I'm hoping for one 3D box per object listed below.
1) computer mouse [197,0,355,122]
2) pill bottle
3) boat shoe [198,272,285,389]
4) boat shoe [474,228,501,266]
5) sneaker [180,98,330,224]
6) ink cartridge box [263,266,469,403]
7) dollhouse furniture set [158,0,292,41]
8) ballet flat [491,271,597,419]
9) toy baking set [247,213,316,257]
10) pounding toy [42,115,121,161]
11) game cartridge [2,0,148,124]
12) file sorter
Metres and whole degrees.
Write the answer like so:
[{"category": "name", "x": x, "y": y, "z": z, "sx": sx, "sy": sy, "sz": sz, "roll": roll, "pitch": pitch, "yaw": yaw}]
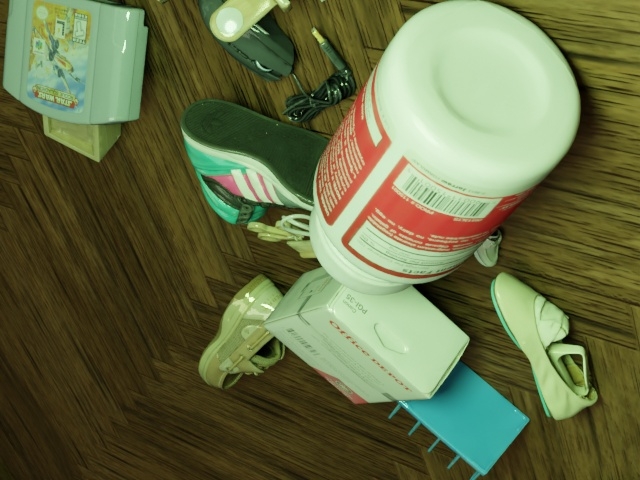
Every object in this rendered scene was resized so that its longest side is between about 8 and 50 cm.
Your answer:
[{"category": "computer mouse", "x": -0.069, "y": -0.265, "z": 1.830, "sx": 0.262, "sy": 0.060, "sz": 0.184, "roll": 54, "pitch": 150, "yaw": -15}, {"category": "pill bottle", "x": 0.124, "y": -0.088, "z": 1.636, "sx": 0.229, "sy": 0.229, "sz": 0.407, "roll": 43, "pitch": 150, "yaw": 4}, {"category": "boat shoe", "x": -0.127, "y": 0.189, "z": 2.398, "sx": 0.110, "sy": 0.121, "sz": 0.341, "roll": 41, "pitch": 149, "yaw": 10}, {"category": "boat shoe", "x": 0.223, "y": -0.005, "z": 1.813, "sx": 0.035, "sy": 0.035, "sz": 0.100, "roll": 16, "pitch": 133, "yaw": 45}, {"category": "sneaker", "x": -0.069, "y": -0.080, "z": 1.998, "sx": 0.295, "sy": 0.124, "sz": 0.178, "roll": 28, "pitch": 153, "yaw": 15}, {"category": "ink cartridge box", "x": 0.065, "y": 0.137, "z": 2.037, "sx": 0.207, "sy": 0.117, "sz": 0.283, "roll": 42, "pitch": 160, "yaw": -11}, {"category": "dollhouse furniture set", "x": -0.164, "y": -0.373, "z": 1.533, "sx": 0.303, "sy": 0.174, "sz": 0.355, "roll": 48, "pitch": -177, "yaw": -1}, {"category": "ballet flat", "x": 0.312, "y": 0.138, "z": 1.849, "sx": 0.086, "sy": 0.086, "sz": 0.248, "roll": 6, "pitch": 134, "yaw": 48}, {"category": "toy baking set", "x": 0.005, "y": 0.002, "z": 1.986, "sx": 0.197, "sy": 0.030, "sz": 0.256, "roll": 15, "pitch": 165, "yaw": -27}, {"category": "pounding toy", "x": -0.402, "y": -0.231, "z": 2.273, "sx": 0.141, "sy": 0.100, "sz": 0.130, "roll": 27, "pitch": 148, "yaw": 10}, {"category": "game cartridge", "x": -0.388, "y": -0.285, "z": 2.120, "sx": 0.297, "sy": 0.062, "sz": 0.198, "roll": 19, "pitch": 104, "yaw": 38}, {"category": "file sorter", "x": 0.207, "y": 0.275, "z": 2.095, "sx": 0.170, "sy": 0.118, "sz": 0.104, "roll": 40, "pitch": 154, "yaw": 9}]
